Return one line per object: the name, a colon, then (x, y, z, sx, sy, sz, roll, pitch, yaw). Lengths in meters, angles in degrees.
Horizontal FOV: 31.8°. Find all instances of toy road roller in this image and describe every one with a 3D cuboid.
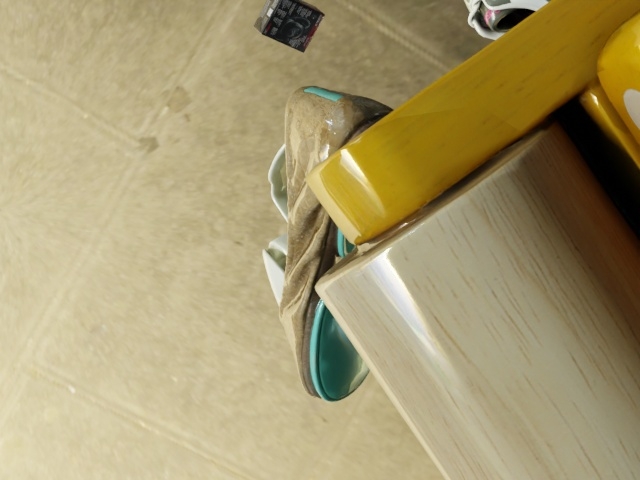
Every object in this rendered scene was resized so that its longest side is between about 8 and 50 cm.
toy road roller: (0.174, -0.027, 0.394, 0.329, 0.240, 0.202, -35, 92, -7)

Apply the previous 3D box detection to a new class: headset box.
headset box: (-0.039, -0.298, 1.528, 0.083, 0.032, 0.062, 17, 112, -37)

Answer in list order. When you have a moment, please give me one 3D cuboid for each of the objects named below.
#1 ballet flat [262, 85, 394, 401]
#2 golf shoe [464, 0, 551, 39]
ballet flat: (0.000, 0.000, 1.027, 0.116, 0.124, 0.342, -31, 143, -29)
golf shoe: (0.174, -0.278, 1.131, 0.273, 0.105, 0.120, 35, 67, 13)
